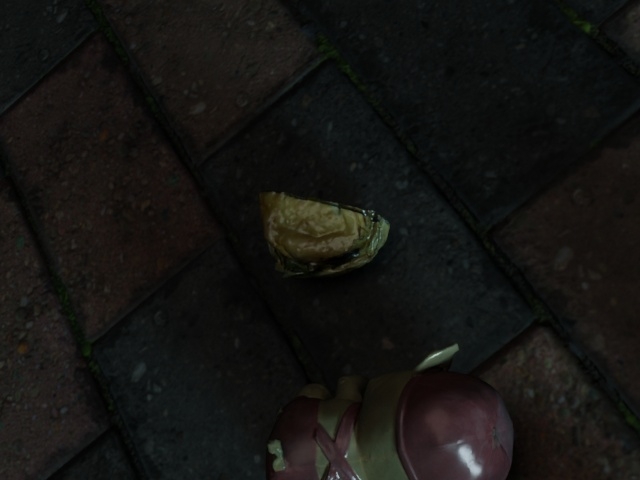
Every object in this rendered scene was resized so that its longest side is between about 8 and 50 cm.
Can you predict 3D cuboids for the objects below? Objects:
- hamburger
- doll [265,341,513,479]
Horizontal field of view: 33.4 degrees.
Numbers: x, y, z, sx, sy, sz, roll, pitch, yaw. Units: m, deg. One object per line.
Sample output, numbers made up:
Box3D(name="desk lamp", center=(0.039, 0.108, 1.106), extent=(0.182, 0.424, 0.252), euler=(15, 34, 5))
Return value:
Box3D(name="hamburger", center=(-0.006, 0.005, 1.269), extent=(0.176, 0.087, 0.102), euler=(12, 85, 26))
Box3D(name="doll", center=(0.074, 0.214, 1.070), extent=(0.256, 0.196, 0.152), euler=(-15, 22, 28))
